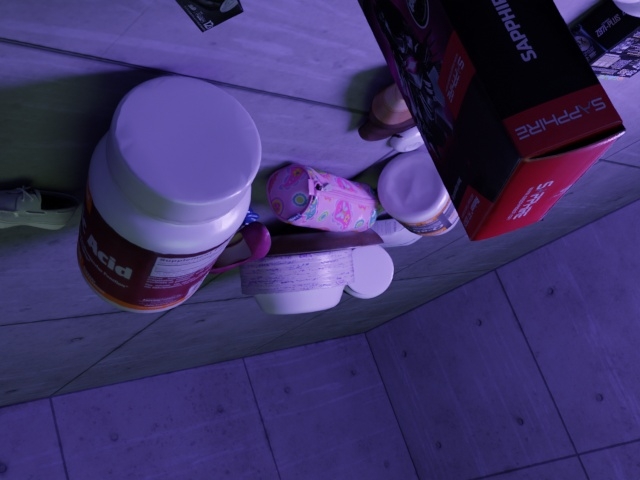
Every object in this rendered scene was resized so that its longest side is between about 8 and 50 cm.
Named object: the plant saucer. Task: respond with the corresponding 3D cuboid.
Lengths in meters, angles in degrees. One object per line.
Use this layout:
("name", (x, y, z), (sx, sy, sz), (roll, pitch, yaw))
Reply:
("plant saucer", (0.000, 0.000, 1.535), (0.311, 0.050, 0.310), (-5, 180, 0))

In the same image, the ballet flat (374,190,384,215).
("ballet flat", (0.092, -0.070, 1.522), (0.233, 0.073, 0.080), (-12, 162, -26))

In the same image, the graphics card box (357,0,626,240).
("graphics card box", (0.131, -0.202, 0.616), (0.094, 0.370, 0.233), (-20, 165, -1))

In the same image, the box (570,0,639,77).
("box", (0.543, -0.363, 1.096), (0.180, 0.077, 0.147), (-8, 159, -36))

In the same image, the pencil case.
("pencil case", (0.013, -0.083, 1.305), (0.124, 0.124, 0.284), (-29, 160, 27))

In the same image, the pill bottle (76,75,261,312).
("pill bottle", (-0.236, -0.050, 0.936), (0.224, 0.223, 0.392), (-11, 161, -29))

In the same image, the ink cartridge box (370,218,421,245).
("ink cartridge box", (0.255, -0.026, 1.779), (0.233, 0.066, 0.189), (-2, 170, 22))

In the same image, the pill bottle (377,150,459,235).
("pill bottle", (0.242, -0.097, 1.457), (0.162, 0.162, 0.278), (-25, 163, 15))

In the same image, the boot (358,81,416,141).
("boot", (0.195, -0.252, 1.094), (0.249, 0.090, 0.207), (-18, 176, -11))

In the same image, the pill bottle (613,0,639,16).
("pill bottle", (0.499, -0.383, 0.902), (0.222, 0.124, 0.124), (-9, 161, -33))

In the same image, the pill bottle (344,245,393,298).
("pill bottle", (0.119, 0.085, 1.788), (0.161, 0.161, 0.283), (-19, 179, -4))

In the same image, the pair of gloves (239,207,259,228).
("pair of gloves", (-0.232, -0.026, 1.377), (0.198, 0.023, 0.159), (-32, 162, 38))

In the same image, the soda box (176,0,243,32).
("soda box", (-0.136, -0.277, 0.609), (0.053, 0.060, 0.169), (-24, 163, 10))

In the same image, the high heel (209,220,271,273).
("high heel", (-0.200, 0.023, 1.394), (0.117, 0.082, 0.244), (-24, -176, -31))

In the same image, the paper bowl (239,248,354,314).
("paper bowl", (-0.056, 0.100, 1.562), (0.285, 0.147, 0.284), (-5, 180, 0))

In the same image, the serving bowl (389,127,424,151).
("serving bowl", (0.185, -0.204, 1.281), (0.084, 0.027, 0.083), (-18, 163, -6))

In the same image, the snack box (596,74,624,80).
("snack box", (0.619, -0.372, 1.230), (0.100, 0.037, 0.141), (-6, 159, -37))

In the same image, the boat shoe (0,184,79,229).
("boat shoe", (-0.451, -0.055, 0.960), (0.063, 0.066, 0.184), (-41, 155, 18))
